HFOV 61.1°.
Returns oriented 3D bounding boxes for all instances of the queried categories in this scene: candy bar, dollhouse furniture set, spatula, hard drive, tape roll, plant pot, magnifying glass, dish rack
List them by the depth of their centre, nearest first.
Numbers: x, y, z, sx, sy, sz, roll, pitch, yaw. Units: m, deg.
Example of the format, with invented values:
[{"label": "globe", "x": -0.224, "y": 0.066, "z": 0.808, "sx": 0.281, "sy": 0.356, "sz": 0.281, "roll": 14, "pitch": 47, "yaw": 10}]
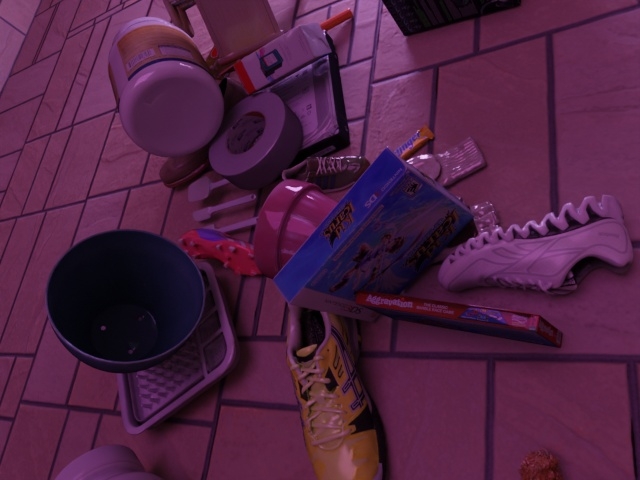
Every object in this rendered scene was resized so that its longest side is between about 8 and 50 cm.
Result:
[{"label": "plant pot", "x": 0.000, "y": 0.000, "z": 1.030, "sx": 0.180, "sy": 0.201, "sz": 0.202, "roll": 17, "pitch": 78, "yaw": 24}, {"label": "candy bar", "x": 0.160, "y": -0.173, "z": 1.104, "sx": 0.161, "sy": 0.018, "sz": 0.040, "roll": -38, "pitch": 51, "yaw": 13}, {"label": "plant pot", "x": -0.397, "y": 0.150, "z": 1.111, "sx": 0.195, "sy": 0.289, "sz": 0.291, "roll": 121, "pitch": 146, "yaw": -51}, {"label": "dish rack", "x": -0.315, "y": 0.240, "z": 1.202, "sx": 0.332, "sy": 0.072, "sz": 0.286, "roll": -37, "pitch": 52, "yaw": 15}, {"label": "tape roll", "x": -0.149, "y": -0.226, "z": 1.231, "sx": 0.219, "sy": 0.072, "sz": 0.220, "roll": -17, "pitch": 58, "yaw": 28}, {"label": "spatula", "x": -0.236, "y": -0.086, "z": 1.304, "sx": 0.241, "sy": 0.019, "sz": 0.169, "roll": -14, "pitch": 74, "yaw": 37}, {"label": "hard drive", "x": -0.059, "y": -0.328, "z": 1.312, "sx": 0.236, "sy": 0.064, "sz": 0.339, "roll": -21, "pitch": 56, "yaw": 26}, {"label": "magnifying glass", "x": -0.023, "y": -0.525, "z": 1.386, "sx": 0.230, "sy": 0.092, "sz": 0.026, "roll": -26, "pitch": 93, "yaw": 13}, {"label": "dollhouse furniture set", "x": -0.211, "y": -0.613, "z": 1.401, "sx": 0.361, "sy": 0.257, "sz": 0.394, "roll": -21, "pitch": 19, "yaw": 5}]

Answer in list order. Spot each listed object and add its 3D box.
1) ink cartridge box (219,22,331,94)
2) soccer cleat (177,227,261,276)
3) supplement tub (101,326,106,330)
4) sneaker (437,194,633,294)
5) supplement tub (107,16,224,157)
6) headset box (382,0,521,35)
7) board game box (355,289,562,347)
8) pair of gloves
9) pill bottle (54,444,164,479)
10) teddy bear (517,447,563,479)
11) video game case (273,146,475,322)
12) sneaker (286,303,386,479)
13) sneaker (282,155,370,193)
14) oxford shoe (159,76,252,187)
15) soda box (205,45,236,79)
[{"label": "ink cartridge box", "x": -0.104, "y": -0.410, "z": 1.250, "sx": 0.230, "sy": 0.078, "sz": 0.134, "roll": -20, "pitch": 15, "yaw": 27}, {"label": "soccer cleat", "x": -0.211, "y": 0.016, "z": 1.237, "sx": 0.247, "sy": 0.083, "sz": 0.095, "roll": 10, "pitch": 33, "yaw": 26}, {"label": "supplement tub", "x": -0.541, "y": 0.175, "z": 1.348, "sx": 0.144, "sy": 0.144, "sz": 0.200, "roll": 0, "pitch": 68, "yaw": 36}, {"label": "sneaker", "x": 0.321, "y": 0.033, "z": 0.833, "sx": 0.291, "sy": 0.110, "sz": 0.119, "roll": -23, "pitch": 65, "yaw": 26}, {"label": "supplement tub", "x": -0.371, "y": -0.369, "z": 1.271, "sx": 0.228, "sy": 0.228, "sz": 0.316, "roll": -40, "pitch": 48, "yaw": 12}, {"label": "headset box", "x": 0.278, "y": -0.602, "z": 1.161, "sx": 0.282, "sy": 0.131, "sz": 0.247, "roll": -3, "pitch": 66, "yaw": 35}, {"label": "board game box", "x": 0.209, "y": 0.119, "z": 0.836, "sx": 0.281, "sy": 0.145, "sz": 0.027, "roll": 4, "pitch": 74, "yaw": 37}, {"label": "pair of gloves", "x": 0.214, "y": -0.069, "z": 0.997, "sx": 0.204, "sy": 0.042, "sz": 0.240, "roll": -21, "pitch": 56, "yaw": 26}, {"label": "pill bottle", "x": -0.327, "y": 0.565, "z": 0.941, "sx": 0.407, "sy": 0.229, "sz": 0.229, "roll": 37, "pitch": 91, "yaw": 41}, {"label": "teddy bear", "x": 0.318, "y": 0.379, "z": 0.650, "sx": 0.337, "sy": 0.113, "sz": 0.245, "roll": -8, "pitch": 61, "yaw": 32}, {"label": "video game case", "x": 0.094, "y": 0.010, "z": 0.874, "sx": 0.270, "sy": 0.244, "sz": 0.061, "roll": -49, "pitch": 54, "yaw": 16}, {"label": "sneaker", "x": 0.002, "y": 0.254, "z": 0.916, "sx": 0.145, "sy": 0.147, "sz": 0.385, "roll": -27, "pitch": 55, "yaw": 20}, {"label": "sneaker", "x": 0.003, "y": -0.146, "z": 1.157, "sx": 0.192, "sy": 0.086, "sz": 0.064, "roll": -16, "pitch": 59, "yaw": 29}, {"label": "oxford shoe", "x": -0.326, "y": -0.290, "z": 1.438, "sx": 0.348, "sy": 0.130, "sz": 0.123, "roll": -46, "pitch": 49, "yaw": 8}, {"label": "soda box", "x": -0.271, "y": -0.562, "z": 1.585, "sx": 0.061, "sy": 0.058, "sz": 0.182, "roll": 20, "pitch": 79, "yaw": 39}]
